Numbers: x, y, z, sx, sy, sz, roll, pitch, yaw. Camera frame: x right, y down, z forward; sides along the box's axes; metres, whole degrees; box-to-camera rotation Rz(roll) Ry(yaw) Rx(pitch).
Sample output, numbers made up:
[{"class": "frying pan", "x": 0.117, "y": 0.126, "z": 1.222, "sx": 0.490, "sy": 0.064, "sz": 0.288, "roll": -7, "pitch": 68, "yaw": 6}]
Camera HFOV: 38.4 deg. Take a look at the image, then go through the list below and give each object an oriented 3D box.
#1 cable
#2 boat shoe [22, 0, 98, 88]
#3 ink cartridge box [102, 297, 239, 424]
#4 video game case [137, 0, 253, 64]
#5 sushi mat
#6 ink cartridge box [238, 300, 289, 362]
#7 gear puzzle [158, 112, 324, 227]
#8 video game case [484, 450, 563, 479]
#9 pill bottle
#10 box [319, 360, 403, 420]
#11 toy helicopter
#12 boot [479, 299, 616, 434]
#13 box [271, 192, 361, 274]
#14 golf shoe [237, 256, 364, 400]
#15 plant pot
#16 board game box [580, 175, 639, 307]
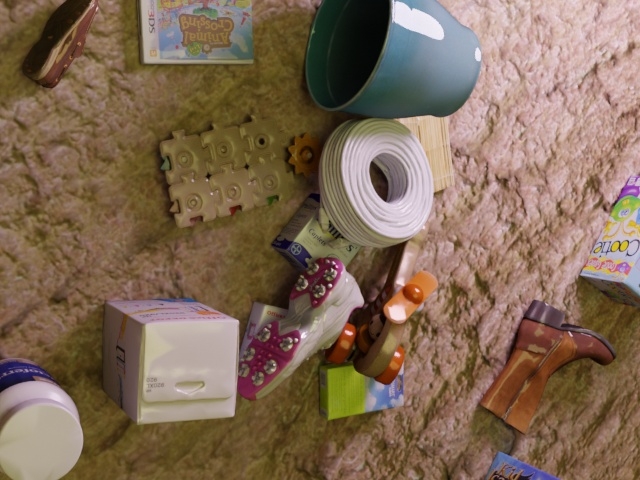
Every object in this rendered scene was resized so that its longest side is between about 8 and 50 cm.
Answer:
[{"class": "cable", "x": 0.107, "y": -0.114, "z": 1.762, "sx": 0.257, "sy": 0.089, "sz": 0.257, "roll": -2, "pitch": 83, "yaw": -40}, {"class": "boat shoe", "x": -0.425, "y": -0.333, "z": 1.530, "sx": 0.178, "sy": 0.064, "sz": 0.060, "roll": -59, "pitch": 147, "yaw": -8}, {"class": "ink cartridge box", "x": -0.261, "y": 0.200, "z": 1.574, "sx": 0.171, "sy": 0.232, "sz": 0.168, "roll": 0, "pitch": 96, "yaw": -28}, {"class": "video game case", "x": -0.223, "y": -0.412, "z": 1.643, "sx": 0.212, "sy": 0.023, "sz": 0.193, "roll": -6, "pitch": 99, "yaw": -27}, {"class": "sushi mat", "x": 0.194, "y": -0.250, "z": 1.885, "sx": 0.151, "sy": 0.019, "sz": 0.317, "roll": -12, "pitch": 101, "yaw": -26}, {"class": "ink cartridge box", "x": -0.096, "y": 0.186, "z": 1.762, "sx": 0.088, "sy": 0.052, "sz": 0.122, "roll": 18, "pitch": 89, "yaw": -29}, {"class": "gear puzzle", "x": -0.139, "y": -0.144, "z": 1.713, "sx": 0.339, "sy": 0.044, "sz": 0.175, "roll": -17, "pitch": 102, "yaw": -28}, {"class": "video game case", "x": 0.425, "y": 0.605, "z": 1.962, "sx": 0.061, "sy": 0.269, "sz": 0.244, "roll": 34, "pitch": 79, "yaw": -25}, {"class": "pill bottle", "x": -0.469, "y": 0.286, "z": 1.455, "sx": 0.153, "sy": 0.264, "sz": 0.153, "roll": -4, "pitch": 98, "yaw": -28}, {"class": "box", "x": 0.085, "y": 0.298, "z": 1.876, "sx": 0.178, "sy": 0.042, "sz": 0.109, "roll": -5, "pitch": 99, "yaw": -28}, {"class": "toy helicopter", "x": 0.148, "y": 0.097, "z": 1.794, "sx": 0.140, "sy": 0.235, "sz": 0.355, "roll": 25, "pitch": 64, "yaw": -9}, {"class": "boot", "x": 0.521, "y": 0.313, "z": 2.080, "sx": 0.264, "sy": 0.096, "sz": 0.280, "roll": 31, "pitch": 82, "yaw": -28}, {"class": "box", "x": 0.000, "y": 0.000, "z": 1.781, "sx": 0.126, "sy": 0.072, "sz": 0.137, "roll": 43, "pitch": 75, "yaw": -25}, {"class": "golf shoe", "x": -0.029, "y": 0.182, "z": 1.707, "sx": 0.306, "sy": 0.115, "sz": 0.140, "roll": -52, "pitch": 132, "yaw": -4}, {"class": "plant pot", "x": 0.150, "y": -0.348, "z": 1.714, "sx": 0.255, "sy": 0.271, "sz": 0.272, "roll": 10, "pitch": 91, "yaw": -32}, {"class": "board game box", "x": 0.754, "y": 0.004, "z": 2.140, "sx": 0.144, "sy": 0.142, "sz": 0.275, "roll": 34, "pitch": 79, "yaw": -27}]
